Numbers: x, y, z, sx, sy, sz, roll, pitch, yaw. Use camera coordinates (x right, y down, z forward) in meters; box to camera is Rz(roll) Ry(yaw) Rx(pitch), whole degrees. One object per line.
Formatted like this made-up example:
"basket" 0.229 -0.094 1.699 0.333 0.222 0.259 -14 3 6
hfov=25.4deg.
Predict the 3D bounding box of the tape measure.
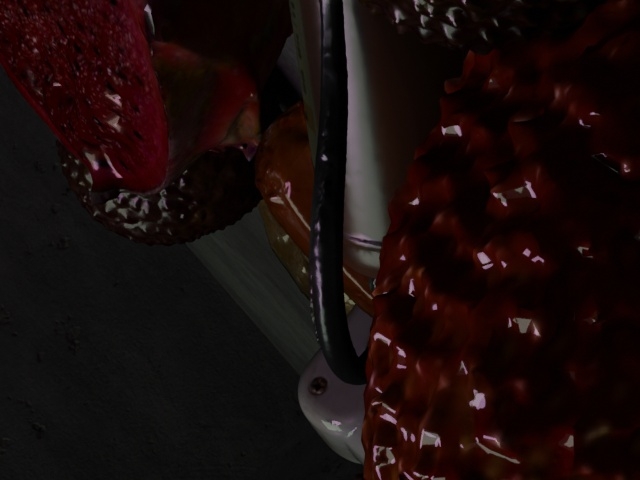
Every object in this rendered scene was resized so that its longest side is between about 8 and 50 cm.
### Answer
"tape measure" 0.121 0.129 1.459 0.265 0.258 0.130 31 163 30

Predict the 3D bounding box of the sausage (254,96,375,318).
"sausage" 0.056 -0.024 1.345 0.268 0.153 0.141 46 -162 -7

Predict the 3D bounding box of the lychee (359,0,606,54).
"lychee" 0.070 -0.176 0.604 0.188 0.188 0.188 43 170 9

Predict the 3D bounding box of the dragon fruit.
"dragon fruit" -0.135 -0.231 1.034 0.386 0.249 0.371 26 144 52

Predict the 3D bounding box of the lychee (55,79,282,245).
"lychee" -0.167 -0.127 1.568 0.260 0.260 0.260 43 170 9

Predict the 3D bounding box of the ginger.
"ginger" 0.000 0.000 1.762 0.270 0.123 0.219 47 173 -11

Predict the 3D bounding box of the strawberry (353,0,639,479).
"strawberry" 0.138 0.026 0.683 0.292 0.343 0.292 45 165 15

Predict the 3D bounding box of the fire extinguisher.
"fire extinguisher" 0.024 -0.073 0.804 0.113 0.200 0.376 22 134 40
